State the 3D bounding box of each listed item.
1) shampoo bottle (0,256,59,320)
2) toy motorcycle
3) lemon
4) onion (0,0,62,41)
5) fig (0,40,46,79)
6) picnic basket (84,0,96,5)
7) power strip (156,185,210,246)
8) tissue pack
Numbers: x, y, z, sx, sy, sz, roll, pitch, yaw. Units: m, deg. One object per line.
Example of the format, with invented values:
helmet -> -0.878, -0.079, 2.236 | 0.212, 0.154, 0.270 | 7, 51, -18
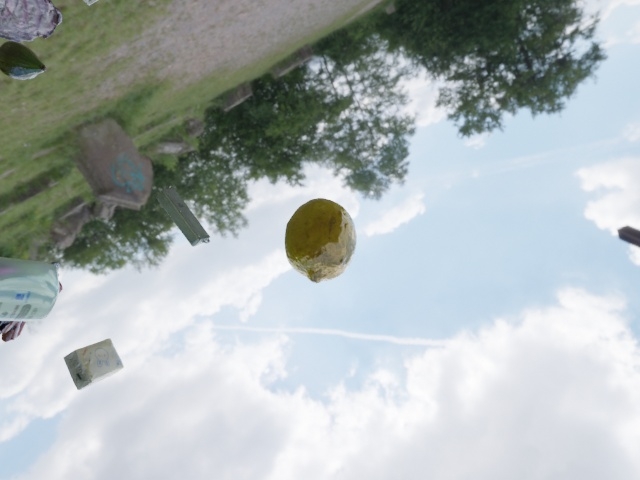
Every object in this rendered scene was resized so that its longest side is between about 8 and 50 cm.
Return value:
shampoo bottle -> -0.895, 0.124, 1.232 | 0.350, 0.151, 0.222 | 13, 138, -46
toy motorcycle -> -0.969, 0.203, 1.572 | 0.298, 0.089, 0.171 | -55, -175, -22
lemon -> 0.000, 0.000, 1.480 | 0.234, 0.233, 0.288 | -14, -121, 35
onion -> -0.752, -0.604, 1.094 | 0.314, 0.280, 0.146 | -14, -121, 39
fig -> -0.962, -0.575, 1.542 | 0.178, 0.117, 0.117 | 20, -150, 4
picnic basket -> -0.559, -0.700, 1.108 | 0.154, 0.196, 0.134 | -32, 180, -1
power strip -> -0.512, -0.085, 1.766 | 0.052, 0.272, 0.078 | -40, 174, 22
tissue pack -> -0.899, 0.488, 1.883 | 0.092, 0.148, 0.196 | -29, 176, 13
